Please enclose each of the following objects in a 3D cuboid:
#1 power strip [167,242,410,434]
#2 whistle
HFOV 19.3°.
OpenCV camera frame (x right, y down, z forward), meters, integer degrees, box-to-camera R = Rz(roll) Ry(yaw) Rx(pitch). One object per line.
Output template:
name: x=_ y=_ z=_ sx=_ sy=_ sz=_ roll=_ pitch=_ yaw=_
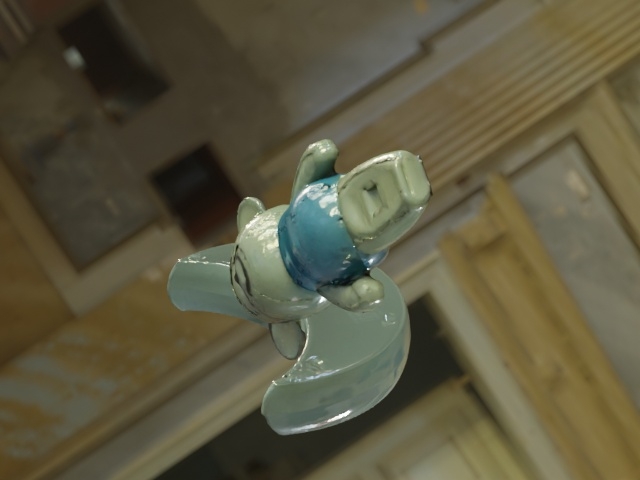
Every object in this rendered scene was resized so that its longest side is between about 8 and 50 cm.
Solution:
power strip: x=-0.019 y=0.063 z=1.532 sx=0.253 sy=0.167 sz=0.054 roll=-131 pitch=-144 yaw=-54
whistle: x=0.000 y=0.000 z=1.166 sx=0.235 sy=0.077 sz=0.114 roll=-35 pitch=-111 yaw=60
